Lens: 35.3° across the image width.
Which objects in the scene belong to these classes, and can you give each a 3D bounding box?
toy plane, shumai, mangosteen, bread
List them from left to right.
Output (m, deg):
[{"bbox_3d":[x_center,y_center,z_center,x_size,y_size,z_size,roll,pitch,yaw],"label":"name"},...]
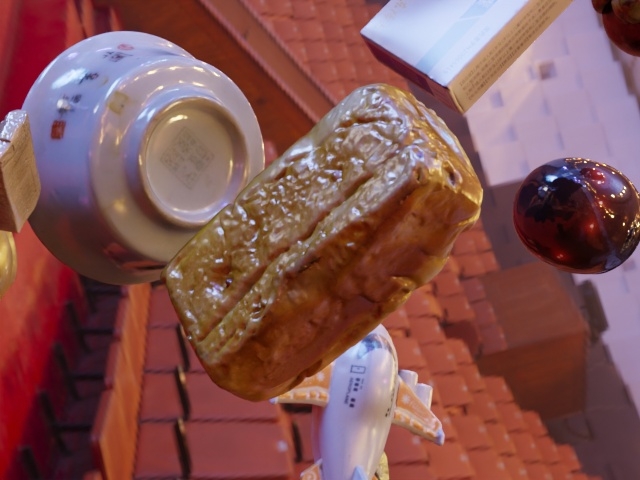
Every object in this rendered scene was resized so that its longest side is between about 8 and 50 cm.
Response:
[{"bbox_3d":[-0.371,-0.082,1.098,0.152,0.105,0.077,102,1,-54],"label":"bread"},{"bbox_3d":[0.000,0.000,0.891,0.132,0.294,0.167,34,21,-41],"label":"bread"},{"bbox_3d":[0.046,0.212,1.240,0.117,0.245,0.244,-28,-104,59],"label":"toy plane"},{"bbox_3d":[0.072,0.391,1.720,0.082,0.080,0.083,-81,153,-54],"label":"shumai"},{"bbox_3d":[0.509,-0.381,1.574,0.200,0.200,0.200,165,-90,-86],"label":"mangosteen"}]

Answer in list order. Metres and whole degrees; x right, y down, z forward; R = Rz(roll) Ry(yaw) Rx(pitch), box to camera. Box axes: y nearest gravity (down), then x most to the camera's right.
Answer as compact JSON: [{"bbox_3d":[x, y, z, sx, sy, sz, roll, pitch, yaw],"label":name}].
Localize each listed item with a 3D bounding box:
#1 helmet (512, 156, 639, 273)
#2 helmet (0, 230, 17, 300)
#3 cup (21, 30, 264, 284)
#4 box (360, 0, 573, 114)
[{"bbox_3d":[0.423,-0.042,1.658,0.193,0.216,0.189,12,100,-65],"label":"helmet"},{"bbox_3d":[-0.499,0.026,1.408,0.205,0.140,0.257,-1,-76,56],"label":"helmet"},{"bbox_3d":[-0.206,-0.103,1.318,0.163,0.347,0.347,8,-62,49],"label":"cup"},{"bbox_3d":[0.238,-0.350,1.377,0.200,0.343,0.065,43,-2,41],"label":"box"}]
